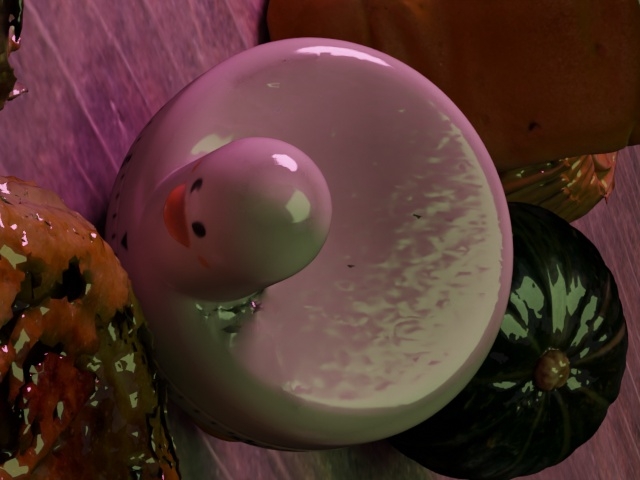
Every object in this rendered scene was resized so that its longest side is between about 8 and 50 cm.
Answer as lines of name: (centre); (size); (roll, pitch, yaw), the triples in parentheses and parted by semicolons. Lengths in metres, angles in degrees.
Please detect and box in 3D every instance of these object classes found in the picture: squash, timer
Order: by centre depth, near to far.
timer: (0.000, 0.000, 1.058); (0.233, 0.240, 0.234); (5, 78, -24)
squash: (0.121, 0.071, 1.398); (0.172, 0.218, 0.218); (44, -15, 50)

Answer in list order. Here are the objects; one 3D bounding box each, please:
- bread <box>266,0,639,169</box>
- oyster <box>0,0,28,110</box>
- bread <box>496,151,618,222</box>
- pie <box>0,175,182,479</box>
bread: (0.115, -0.136, 1.304); (0.132, 0.294, 0.167); (-53, 134, -66)
oyster: (-0.171, -0.230, 0.946); (0.129, 0.078, 0.345); (77, 9, -78)
bread: (0.163, -0.104, 1.589); (0.240, 0.139, 0.240); (2, 90, -71)
pie: (-0.141, 0.099, 0.889); (0.308, 0.085, 0.308); (-7, 90, -66)
